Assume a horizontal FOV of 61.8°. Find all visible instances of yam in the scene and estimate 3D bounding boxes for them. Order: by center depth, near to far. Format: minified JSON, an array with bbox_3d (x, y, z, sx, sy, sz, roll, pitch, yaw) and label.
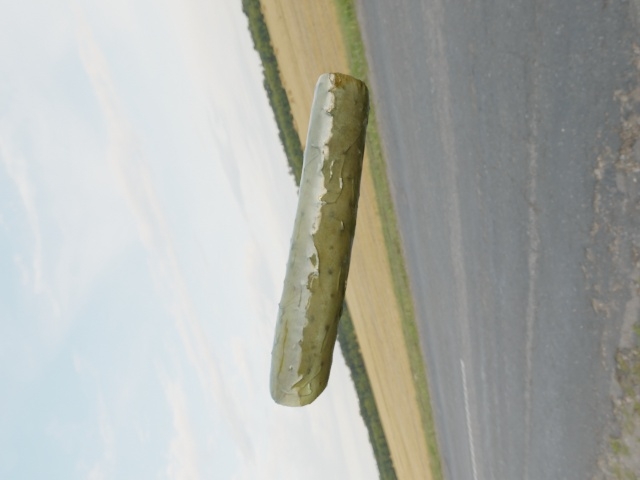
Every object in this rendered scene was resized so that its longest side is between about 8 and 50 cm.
[{"bbox_3d":[0.000,0.000,0.608,0.083,0.083,0.371,-65,-17,-89],"label":"yam"}]
